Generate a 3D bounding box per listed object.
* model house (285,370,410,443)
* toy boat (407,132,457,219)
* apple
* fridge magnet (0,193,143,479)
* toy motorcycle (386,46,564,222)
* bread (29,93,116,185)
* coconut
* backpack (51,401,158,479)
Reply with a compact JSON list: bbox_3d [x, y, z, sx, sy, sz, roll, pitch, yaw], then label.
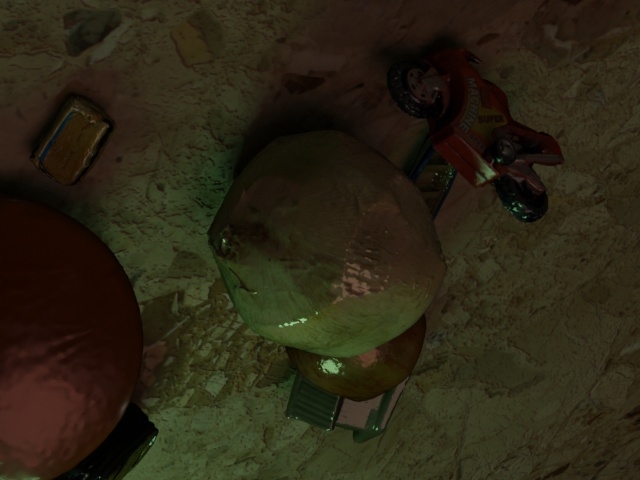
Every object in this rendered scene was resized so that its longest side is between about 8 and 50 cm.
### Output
[{"bbox_3d":[0.047,0.234,1.899,0.188,0.122,0.229,15,108,-25],"label":"model house"},{"bbox_3d":[0.159,-0.096,1.686,0.080,0.046,0.229,-3,132,-27],"label":"toy boat"},{"bbox_3d":[0.048,0.127,1.719,0.188,0.211,0.211,31,111,-37],"label":"apple"},{"bbox_3d":[-0.398,0.125,1.406,0.363,0.155,0.364,-1,93,-14],"label":"fridge magnet"},{"bbox_3d":[0.210,-0.154,1.544,0.298,0.171,0.089,40,131,-18],"label":"toy motorcycle"},{"bbox_3d":[-0.297,-0.118,1.391,0.072,0.053,0.106,32,109,-21],"label":"bread"},{"bbox_3d":[0.000,0.000,1.508,0.297,0.297,0.254,-40,140,11],"label":"coconut"},{"bbox_3d":[-0.363,0.347,1.738,0.206,0.133,0.258,-37,164,-48],"label":"backpack"}]
